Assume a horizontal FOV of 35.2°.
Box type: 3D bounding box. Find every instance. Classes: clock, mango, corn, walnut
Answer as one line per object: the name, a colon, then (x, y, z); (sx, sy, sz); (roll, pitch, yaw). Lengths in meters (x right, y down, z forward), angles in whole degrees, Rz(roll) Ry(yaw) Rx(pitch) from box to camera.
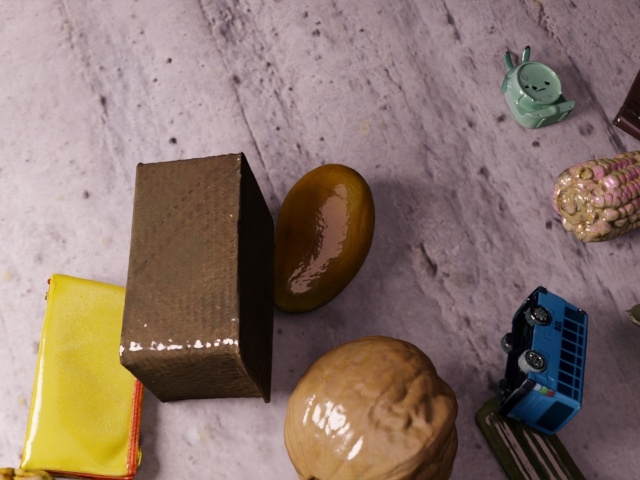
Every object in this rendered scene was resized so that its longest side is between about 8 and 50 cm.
clock: (0.344, -0.250, 1.642); (0.101, 0.041, 0.135); (-19, 72, -25)
mango: (0.000, 0.000, 1.381); (0.136, 0.099, 0.227); (25, 69, -6)
corn: (0.510, -0.086, 1.577); (0.335, 0.126, 0.127); (-14, 70, -27)
walnut: (0.068, 0.228, 1.229); (0.228, 0.228, 0.228); (7, 63, -14)

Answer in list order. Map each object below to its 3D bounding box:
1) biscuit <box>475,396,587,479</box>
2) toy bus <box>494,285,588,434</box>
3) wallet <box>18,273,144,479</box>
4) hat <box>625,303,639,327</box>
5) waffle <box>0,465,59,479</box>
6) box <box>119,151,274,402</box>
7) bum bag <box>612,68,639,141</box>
biscuit: (0.323, 0.345, 1.346); (0.099, 0.038, 0.322); (-24, 74, -23)
toy bus: (0.307, 0.162, 1.379); (0.106, 0.090, 0.185); (24, 45, -3)
wallet: (-0.280, 0.170, 1.231); (0.141, 0.067, 0.241); (11, 66, -18)
hat: (0.559, 0.173, 1.452); (0.252, 0.252, 0.110); (2, 104, -17)
waffle: (-0.369, 0.383, 1.049); (0.261, 0.151, 0.324); (44, 59, 3)
box: (-0.143, 0.052, 1.242); (0.143, 0.184, 0.273); (-5, 62, 9)
bum bag: (0.566, -0.223, 1.709); (0.109, 0.026, 0.159); (32, 59, 1)
